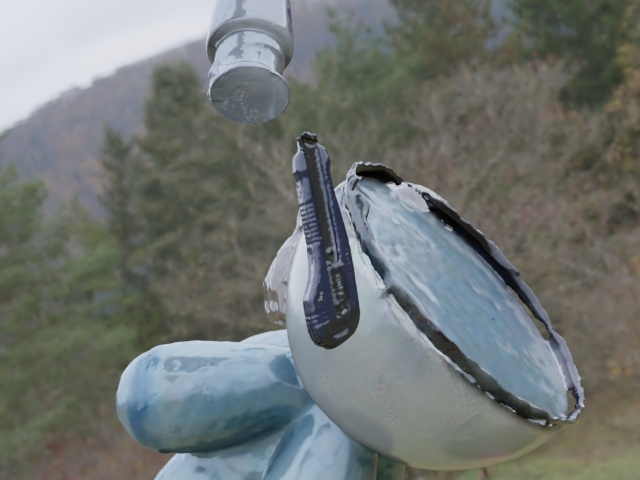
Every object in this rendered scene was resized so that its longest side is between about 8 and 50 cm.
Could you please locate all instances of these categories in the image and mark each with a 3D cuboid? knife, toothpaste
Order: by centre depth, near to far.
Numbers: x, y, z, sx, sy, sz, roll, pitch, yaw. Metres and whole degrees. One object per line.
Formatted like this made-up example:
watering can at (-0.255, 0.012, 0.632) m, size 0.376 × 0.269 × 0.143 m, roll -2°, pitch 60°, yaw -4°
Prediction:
knife at (0.000, 0.000, 0.774) m, size 0.031 × 0.121 × 0.018 m, roll -10°, pitch -3°, yaw -17°
toothpaste at (-0.060, -0.228, 1.216) m, size 0.073 × 0.299 × 0.114 m, roll 11°, pitch -41°, yaw -13°

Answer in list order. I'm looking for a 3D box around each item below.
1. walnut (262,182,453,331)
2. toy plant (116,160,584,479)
walnut at (0.051, 0.041, 1.342) m, size 0.224 × 0.224 × 0.224 m, roll -20°, pitch 2°, yaw 1°
toy plant at (-0.006, 0.130, 1.008) m, size 0.332 × 0.247 × 0.247 m, roll -43°, pitch -7°, yaw 22°
